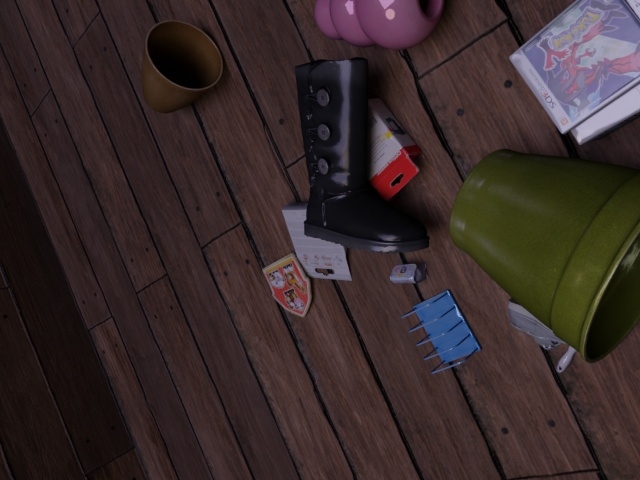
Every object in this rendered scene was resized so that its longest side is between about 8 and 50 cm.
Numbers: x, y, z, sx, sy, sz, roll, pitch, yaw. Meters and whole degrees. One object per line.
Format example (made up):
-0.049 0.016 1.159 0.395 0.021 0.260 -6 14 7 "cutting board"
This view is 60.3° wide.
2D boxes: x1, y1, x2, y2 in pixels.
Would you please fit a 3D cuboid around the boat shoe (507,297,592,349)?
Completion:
0.501 0.192 1.212 0.227 0.079 0.081 -148 49 -65 "boat shoe"

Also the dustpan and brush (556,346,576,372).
0.573 0.215 1.224 0.147 0.060 0.211 41 118 37 "dustpan and brush"

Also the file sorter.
0.301 0.235 1.401 0.118 0.104 0.170 -34 81 39 "file sorter"

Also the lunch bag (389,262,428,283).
0.229 0.086 1.430 0.071 0.083 0.053 -5 99 39 "lunch bag"

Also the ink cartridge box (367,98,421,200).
0.158 -0.231 1.404 0.134 0.078 0.231 -44 74 38 "ink cartridge box"

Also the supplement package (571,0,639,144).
0.549 -0.317 1.032 0.203 0.149 0.194 -33 80 38 "supplement package"

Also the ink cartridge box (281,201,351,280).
0.000 0.000 1.620 0.189 0.066 0.232 2 124 37 "ink cartridge box"

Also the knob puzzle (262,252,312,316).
-0.099 0.154 1.722 0.213 0.030 0.213 19 120 36 "knob puzzle"

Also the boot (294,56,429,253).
0.097 -0.211 1.325 0.366 0.146 0.446 10 106 37 "boot"

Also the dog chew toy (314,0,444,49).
0.118 -0.547 1.284 0.331 0.206 0.207 13 110 43 "dog chew toy"

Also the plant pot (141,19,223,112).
-0.465 -0.513 1.740 0.254 0.237 0.237 -32 81 52 "plant pot"

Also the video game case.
0.469 -0.323 0.981 0.201 0.023 0.183 -38 76 37 "video game case"

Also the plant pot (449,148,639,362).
0.460 -0.014 1.083 0.353 0.366 0.367 34 121 39 "plant pot"
